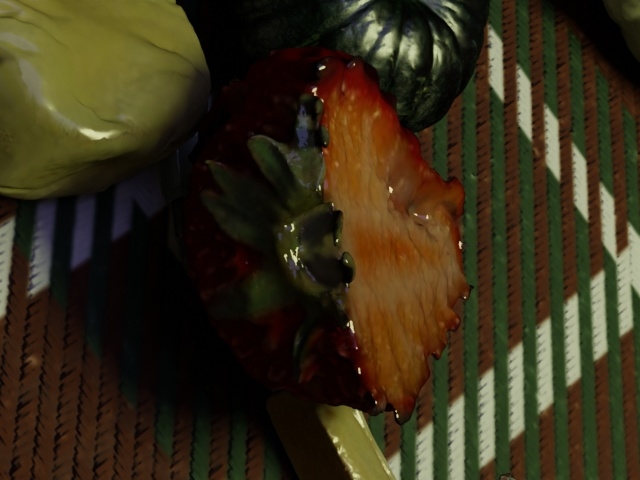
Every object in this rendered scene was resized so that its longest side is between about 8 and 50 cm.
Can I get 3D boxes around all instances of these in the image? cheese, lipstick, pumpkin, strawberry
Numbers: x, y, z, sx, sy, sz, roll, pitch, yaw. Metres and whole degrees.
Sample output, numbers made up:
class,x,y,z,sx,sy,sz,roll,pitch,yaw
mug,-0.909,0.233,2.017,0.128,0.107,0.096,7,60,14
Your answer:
class,x,y,z,sx,sy,sz,roll,pitch,yaw
cheese,-0.189,-0.137,1.343,0.226,0.117,0.214,-16,75,-49
lipstick,-0.098,-0.024,1.409,0.025,0.025,0.107,2,72,-34
pumpkin,0.025,-0.178,1.480,0.220,0.162,0.221,7,76,-30
strawberry,-0.007,-0.014,1.371,0.280,0.150,0.253,-50,127,-63

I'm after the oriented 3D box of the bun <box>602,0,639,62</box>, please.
class,x,y,z,sx,sy,sz,roll,pitch,yaw
bun,0.419,-0.273,1.712,0.365,0.365,0.219,34,18,-17

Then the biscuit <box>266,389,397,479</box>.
class,x,y,z,sx,sy,sz,roll,pitch,yaw
biscuit,0.030,0.182,1.384,0.056,0.052,0.188,-23,83,-50

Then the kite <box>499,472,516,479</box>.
class,x,y,z,sx,sy,sz,roll,pitch,yaw
kite,0.228,0.299,1.490,0.285,0.015,0.152,31,55,-19
